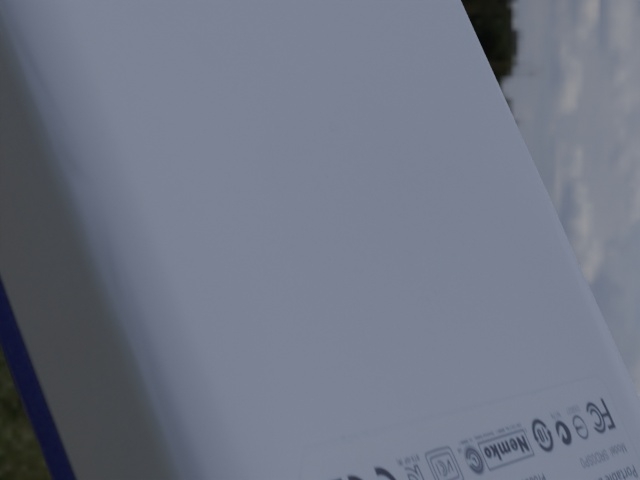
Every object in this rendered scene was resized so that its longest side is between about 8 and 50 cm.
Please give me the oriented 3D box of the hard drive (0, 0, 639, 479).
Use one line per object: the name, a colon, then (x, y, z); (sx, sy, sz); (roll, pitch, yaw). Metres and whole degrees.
hard drive: (0.000, 0.000, 0.410); (0.210, 0.040, 0.319); (-4, 68, -57)
